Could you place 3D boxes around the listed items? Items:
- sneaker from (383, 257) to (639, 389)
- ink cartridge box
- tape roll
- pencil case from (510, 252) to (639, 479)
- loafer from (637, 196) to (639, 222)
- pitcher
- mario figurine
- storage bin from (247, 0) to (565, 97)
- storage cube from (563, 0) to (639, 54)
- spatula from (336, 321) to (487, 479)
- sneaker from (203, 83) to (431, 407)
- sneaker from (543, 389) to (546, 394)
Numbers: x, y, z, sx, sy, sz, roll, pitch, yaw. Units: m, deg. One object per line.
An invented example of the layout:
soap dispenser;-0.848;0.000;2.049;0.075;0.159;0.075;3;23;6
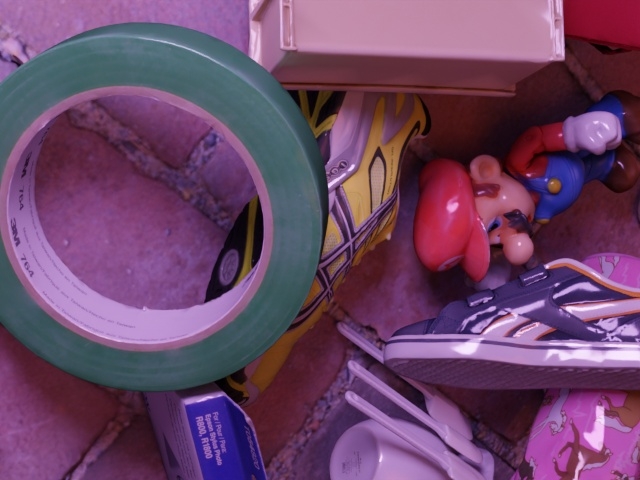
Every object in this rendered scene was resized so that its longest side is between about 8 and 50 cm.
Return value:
sneaker;0.232;0.095;1.256;0.126;0.321;0.127;68;24;-66
ink cartridge box;-0.111;0.223;1.118;0.045;0.224;0.223;-22;116;-22
tape roll;-0.154;-0.026;0.996;0.321;0.077;0.321;2;109;4
pencil case;0.320;0.210;1.332;0.386;0.160;0.167;-67;152;-19
loafer;0.490;-0.124;1.416;0.102;0.092;0.269;12;101;-32
pitcher;0.115;0.301;1.312;0.207;0.178;0.125;25;135;-37
mario figurine;0.248;-0.039;1.262;0.320;0.170;0.198;-27;113;-22
storage bin;0.073;-0.274;1.030;0.262;0.123;0.260;0;85;-14
storage cube;0.278;-0.306;1.176;0.193;0.183;0.215;3;107;-29
spatula;0.105;0.192;1.278;0.242;0.168;0.019;37;114;-26
sneaker;0.000;0.000;1.150;0.147;0.145;0.385;21;97;-32
sneaker;0.363;0.196;1.477;0.152;0.058;0.085;-22;111;-17
